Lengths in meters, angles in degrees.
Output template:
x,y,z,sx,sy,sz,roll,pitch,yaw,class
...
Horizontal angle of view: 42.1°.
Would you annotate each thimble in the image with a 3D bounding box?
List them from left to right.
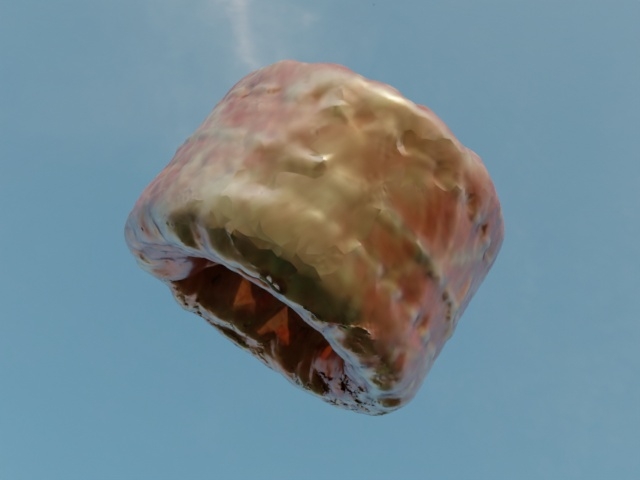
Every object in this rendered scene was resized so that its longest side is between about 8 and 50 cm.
x,y,z,sx,sy,sz,roll,pitch,yaw,class
0.000,0.000,0.569,0.239,0.239,0.162,36,-110,-7,thimble
